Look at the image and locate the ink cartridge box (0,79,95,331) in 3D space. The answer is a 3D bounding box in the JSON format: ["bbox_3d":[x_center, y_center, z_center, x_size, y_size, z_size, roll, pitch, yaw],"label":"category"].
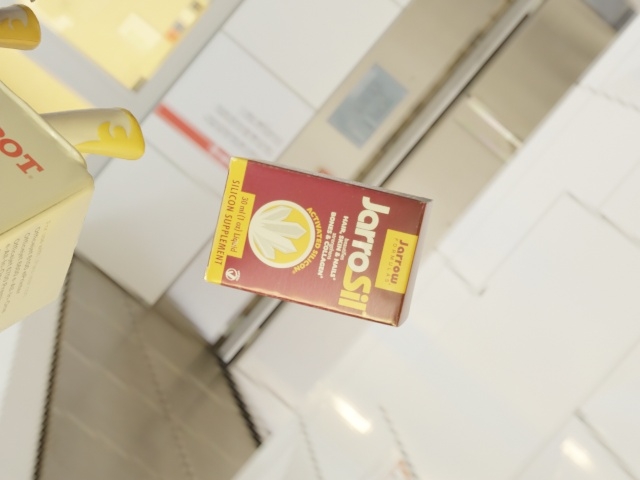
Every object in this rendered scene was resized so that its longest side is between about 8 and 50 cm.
[{"bbox_3d":[-0.325,-0.007,0.880,0.223,0.129,0.307,42,-134,16],"label":"ink cartridge box"}]

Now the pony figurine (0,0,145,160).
[{"bbox_3d":[-0.342,-0.138,1.203,0.302,0.363,0.351,-4,112,40],"label":"pony figurine"}]

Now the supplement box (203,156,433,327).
[{"bbox_3d":[0.000,0.000,0.616,0.083,0.055,0.043,13,-176,7],"label":"supplement box"}]
